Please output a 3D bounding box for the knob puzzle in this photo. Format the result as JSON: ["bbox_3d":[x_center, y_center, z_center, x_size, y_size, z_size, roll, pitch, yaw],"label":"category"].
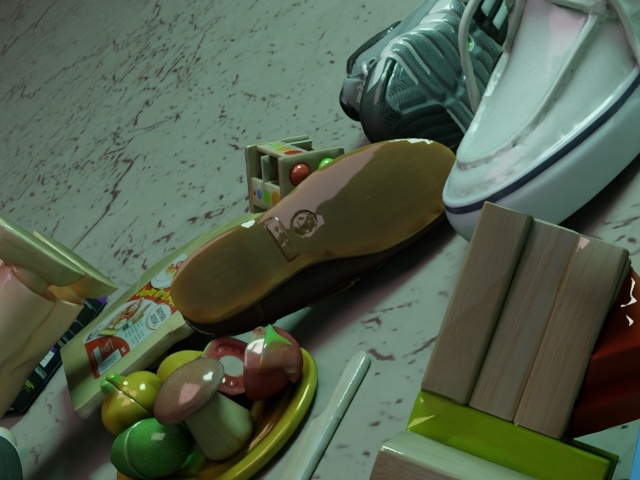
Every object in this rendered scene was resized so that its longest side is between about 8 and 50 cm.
[{"bbox_3d":[-0.108,0.050,1.127,0.213,0.030,0.213,-36,17,13],"label":"knob puzzle"}]

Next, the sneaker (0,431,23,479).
[{"bbox_3d":[-0.210,0.227,0.894,0.146,0.104,0.296,-20,34,34],"label":"sneaker"}]

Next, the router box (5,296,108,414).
[{"bbox_3d":[-0.280,0.094,1.307,0.179,0.046,0.133,-13,35,48],"label":"router box"}]

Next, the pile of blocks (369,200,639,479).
[{"bbox_3d":[0.066,0.152,0.607,0.112,0.149,0.362,20,65,16],"label":"pile of blocks"}]

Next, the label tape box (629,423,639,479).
[{"bbox_3d":[0.249,0.083,0.398,0.347,0.115,0.249,-27,26,37],"label":"label tape box"}]

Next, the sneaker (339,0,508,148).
[{"bbox_3d":[0.057,-0.107,1.105,0.132,0.086,0.229,-29,15,38],"label":"sneaker"}]

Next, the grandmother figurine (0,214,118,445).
[{"bbox_3d":[-0.279,0.149,1.066,0.104,0.208,0.342,34,89,26],"label":"grandmother figurine"}]

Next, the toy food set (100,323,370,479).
[{"bbox_3d":[-0.074,0.095,0.940,0.218,0.071,0.128,-10,38,51],"label":"toy food set"}]

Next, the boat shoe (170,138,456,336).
[{"bbox_3d":[0.000,0.000,0.992,0.207,0.073,0.073,-25,69,4],"label":"boat shoe"}]

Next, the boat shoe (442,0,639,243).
[{"bbox_3d":[0.159,-0.166,0.931,0.136,0.156,0.367,-5,41,56],"label":"boat shoe"}]

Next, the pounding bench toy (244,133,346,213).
[{"bbox_3d":[-0.003,-0.046,1.101,0.083,0.052,0.065,-13,18,-28],"label":"pounding bench toy"}]
